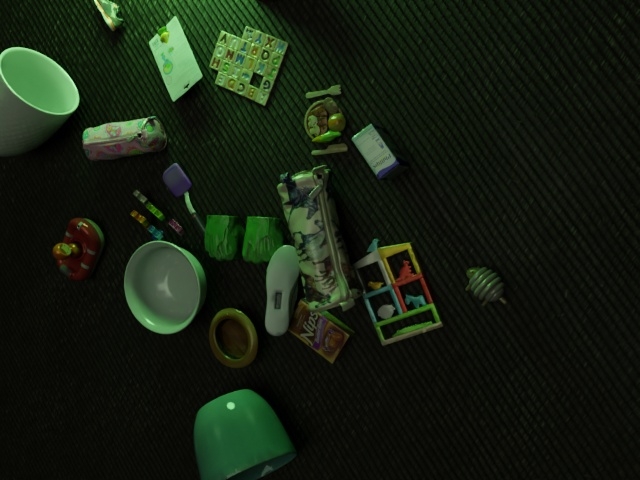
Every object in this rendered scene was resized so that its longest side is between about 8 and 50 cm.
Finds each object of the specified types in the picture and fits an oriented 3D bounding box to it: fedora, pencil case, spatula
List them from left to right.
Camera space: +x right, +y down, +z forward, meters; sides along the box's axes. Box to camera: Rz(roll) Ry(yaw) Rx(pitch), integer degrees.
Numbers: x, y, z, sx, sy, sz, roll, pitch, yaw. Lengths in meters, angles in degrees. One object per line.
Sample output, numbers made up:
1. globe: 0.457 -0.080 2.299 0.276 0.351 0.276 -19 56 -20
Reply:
1. pencil case: -0.650 -0.334 1.987 0.284 0.124 0.124 -3 94 25
2. spatula: -0.420 -0.108 1.954 0.084 0.030 0.296 -33 82 24
3. fedora: -0.260 0.304 1.895 0.195 0.079 0.194 0 91 28
4. pencil case: 0.000 0.000 1.693 0.160 0.183 0.409 -14 86 -16

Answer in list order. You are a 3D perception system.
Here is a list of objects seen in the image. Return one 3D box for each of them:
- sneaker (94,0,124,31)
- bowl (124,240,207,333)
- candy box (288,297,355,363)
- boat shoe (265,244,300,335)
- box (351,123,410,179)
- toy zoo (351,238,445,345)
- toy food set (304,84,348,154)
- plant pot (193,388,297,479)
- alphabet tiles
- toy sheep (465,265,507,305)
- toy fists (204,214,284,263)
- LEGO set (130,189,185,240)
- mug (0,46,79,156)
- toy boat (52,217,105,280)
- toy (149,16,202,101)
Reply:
1. sneaker: -0.706 -0.775 2.016 0.065 0.061 0.157 -30 83 -4
2. bowl: -0.475 0.144 1.945 0.298 0.134 0.297 2 96 24
3. candy box: -0.003 0.267 1.794 0.187 0.053 0.109 35 108 19
4. boat shoe: -0.109 0.147 1.781 0.096 0.088 0.267 3 89 3
5. box: 0.166 -0.238 1.634 0.072 0.126 0.137 -36 81 21
6. toy zoo: 0.208 0.132 1.700 0.193 0.030 0.293 -23 86 24
7. toy food set: 0.010 -0.346 1.739 0.133 0.039 0.191 -6 92 24
8. plant pot: -0.248 0.595 1.816 0.293 0.293 0.235 -37 63 22
9. alphabet tiles: -0.229 -0.548 1.843 0.237 0.009 0.198 27 105 19
10. toy sheep: 0.435 0.120 1.572 0.132 0.091 0.091 43 110 20
11. toy fists: -0.236 -0.001 1.851 0.280 0.096 0.142 4 88 24
12. LEGO set: -0.548 -0.058 1.994 0.227 0.093 0.087 38 77 21
13. mug: -1.063 -0.437 2.022 0.328 0.374 0.276 -35 86 29
14. toy boat: -0.863 0.032 2.095 0.151 0.151 0.231 33 107 17
15. toy: -0.450 -0.573 1.912 0.137 0.056 0.237 -32 77 26
